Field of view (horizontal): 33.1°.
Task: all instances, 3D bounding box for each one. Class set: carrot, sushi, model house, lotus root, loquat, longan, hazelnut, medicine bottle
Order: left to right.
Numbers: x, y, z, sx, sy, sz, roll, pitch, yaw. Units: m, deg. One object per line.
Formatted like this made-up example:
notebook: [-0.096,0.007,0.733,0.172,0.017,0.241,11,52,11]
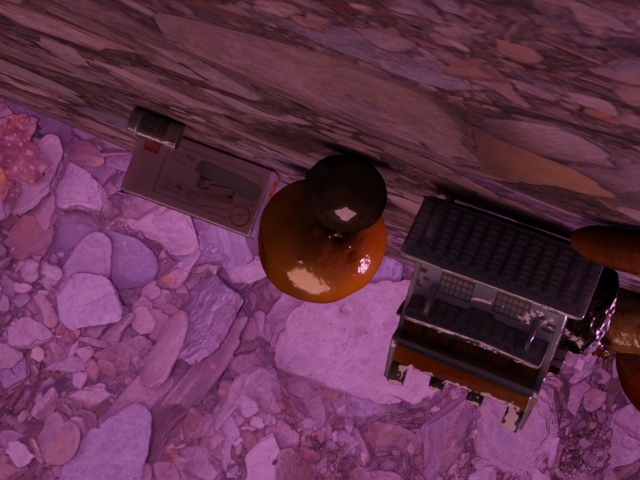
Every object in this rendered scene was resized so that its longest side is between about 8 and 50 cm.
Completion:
medicine bottle: [-0.262,-0.177,1.712,0.083,0.047,0.047,20,178,1]
loquat: [0.000,0.000,1.731,0.208,0.208,0.208,21,178,1]
longan: [0.029,-0.059,1.292,0.113,0.092,0.113,38,173,5]
model house: [0.204,0.073,1.310,0.224,0.215,0.198,21,-150,14]
sushi: [0.329,0.084,1.507,0.126,0.136,0.225,18,171,3]
carrot: [0.297,0.007,1.067,0.048,0.048,0.139,22,180,-24]
lotus root: [0.493,0.133,1.698,0.110,0.097,0.258,26,172,-33]
hazelnut: [0.623,0.232,1.931,0.214,0.176,0.214,44,-168,-12]

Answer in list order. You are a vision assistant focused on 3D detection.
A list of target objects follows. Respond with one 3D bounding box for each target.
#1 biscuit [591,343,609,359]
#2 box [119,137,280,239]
biscuit: [0.351,0.092,1.765,0.232,0.013,0.237,49,170,-19]
box: [-0.221,-0.104,1.966,0.269,0.135,0.079,21,178,8]
